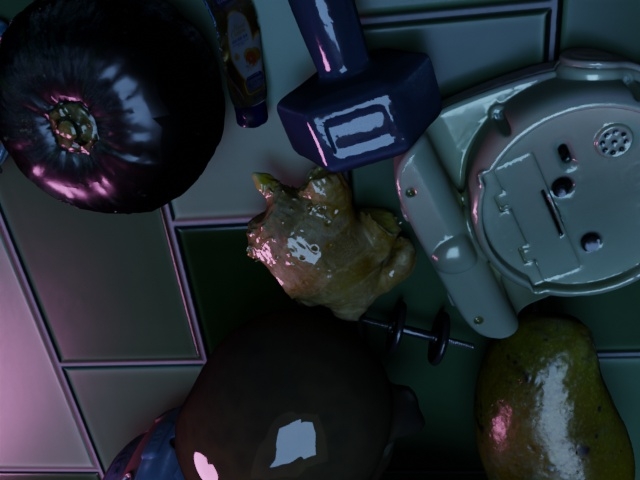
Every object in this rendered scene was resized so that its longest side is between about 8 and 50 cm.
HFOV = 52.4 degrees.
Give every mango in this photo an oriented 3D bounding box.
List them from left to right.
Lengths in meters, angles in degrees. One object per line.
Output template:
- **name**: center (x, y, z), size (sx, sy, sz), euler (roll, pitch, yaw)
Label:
- **mango**: center (0.279, 0.239, 0.807), size (0.176, 0.175, 0.329), euler (-23, 114, 9)

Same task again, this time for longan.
- **longan**: center (-0.027, 0.219, 0.792), size (0.300, 0.243, 0.300), euler (-4, 142, -3)

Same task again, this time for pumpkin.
- **pumpkin**: center (-0.208, -0.135, 0.651), size (0.233, 0.163, 0.233), euler (4, 119, 7)

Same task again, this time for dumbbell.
- **dumbbell**: center (-0.003, -0.228, 0.584), size (0.144, 0.160, 0.325), euler (-29, 117, -14)
- **dumbbell**: center (0.121, 0.115, 0.812), size (0.147, 0.069, 0.069), euler (14, 121, -2)

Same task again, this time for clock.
- **clock**: center (0.257, -0.057, 0.674), size (0.324, 0.108, 0.265), euler (-25, 114, 19)

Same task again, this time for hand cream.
- **hand cream**: center (-0.086, -0.195, 0.667), size (0.039, 0.062, 0.163), euler (15, 132, 34)

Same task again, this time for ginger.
- **ginger**: center (0.000, 0.000, 0.740), size (0.157, 0.102, 0.216), euler (-41, 108, 18)

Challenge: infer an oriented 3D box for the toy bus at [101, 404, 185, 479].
- **toy bus**: center (-0.198, 0.391, 0.947), size (0.232, 0.197, 0.294), euler (-19, 118, 28)

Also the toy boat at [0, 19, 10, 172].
- **toy boat**: center (-0.387, -0.132, 0.709), size (0.088, 0.102, 0.215), euler (24, 120, -5)
